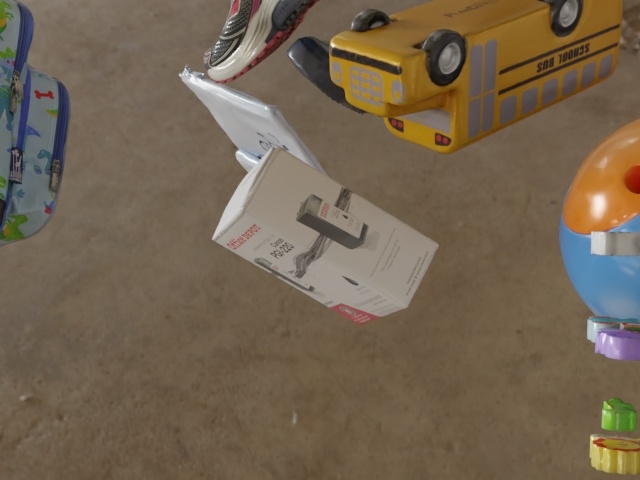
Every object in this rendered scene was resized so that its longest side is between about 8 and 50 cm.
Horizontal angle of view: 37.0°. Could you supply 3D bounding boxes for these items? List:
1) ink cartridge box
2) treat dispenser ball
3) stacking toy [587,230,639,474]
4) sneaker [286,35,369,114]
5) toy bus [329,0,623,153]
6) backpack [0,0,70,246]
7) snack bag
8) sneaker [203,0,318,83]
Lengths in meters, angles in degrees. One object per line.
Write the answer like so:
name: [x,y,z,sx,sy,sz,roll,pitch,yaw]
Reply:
ink cartridge box: [0.000,0.000,1.102,0.218,0.158,0.092,32,70,-9]
treat dispenser ball: [0.431,-0.012,1.136,0.288,0.288,0.288,-2,40,2]
stacking toy: [0.232,0.077,0.751,0.052,0.167,0.221,2,1,13]
sneaker: [0.089,-0.235,1.269,0.319,0.131,0.112,7,40,-52]
toy bus: [0.163,-0.184,0.956,0.332,0.130,0.108,-27,38,-34]
backpack: [-0.158,-0.050,0.396,0.105,0.084,0.114,-11,70,40]
snack bag: [-0.055,-0.098,1.410,0.037,0.342,0.323,-43,34,-10]
sneaker: [-0.077,-0.311,1.246,0.112,0.299,0.121,46,52,-4]
